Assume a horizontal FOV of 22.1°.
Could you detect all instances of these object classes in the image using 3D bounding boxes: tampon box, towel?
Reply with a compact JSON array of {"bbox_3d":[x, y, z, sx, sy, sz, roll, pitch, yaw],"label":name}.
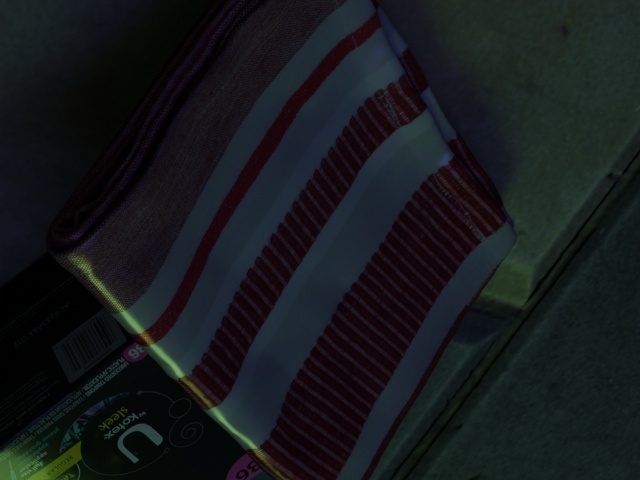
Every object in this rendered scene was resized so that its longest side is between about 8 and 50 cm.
[{"bbox_3d":[-0.128,0.100,0.959,0.120,0.101,0.161,-38,137,1],"label":"tampon box"},{"bbox_3d":[0.000,0.000,0.934,0.237,0.037,0.329,-57,140,-17],"label":"towel"}]

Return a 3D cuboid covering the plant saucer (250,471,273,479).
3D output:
[{"bbox_3d":[-0.079,0.151,1.093,0.119,0.021,0.119,-18,134,-19],"label":"plant saucer"}]
